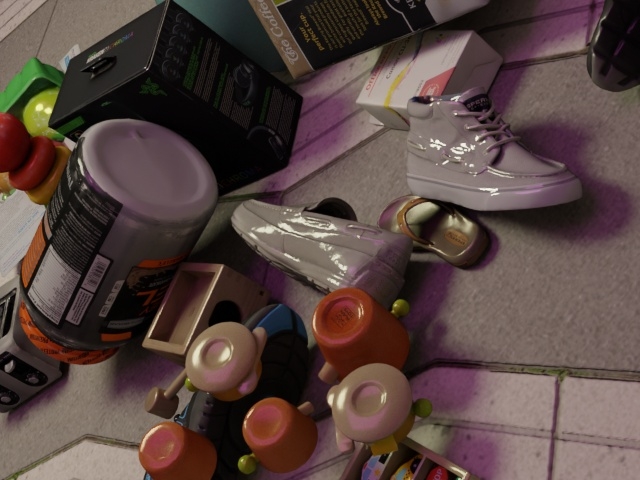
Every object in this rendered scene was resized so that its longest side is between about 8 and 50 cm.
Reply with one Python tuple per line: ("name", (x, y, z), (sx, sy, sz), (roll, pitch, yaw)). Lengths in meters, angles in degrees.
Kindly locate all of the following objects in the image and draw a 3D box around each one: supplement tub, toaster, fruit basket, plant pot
("supplement tub", (-0.296, 0.011, 1.674), (0.338, 0.207, 0.207), (-56, 29, 38))
("toaster", (-0.492, 0.160, 1.930), (0.168, 0.110, 0.185), (-32, 41, 30))
("fruit basket", (-0.510, -0.151, 2.205), (0.327, 0.165, 0.353), (-44, 52, 19))
("plant pot", (-0.117, -0.353, 1.784), (0.290, 0.290, 0.195), (17, 111, 55))

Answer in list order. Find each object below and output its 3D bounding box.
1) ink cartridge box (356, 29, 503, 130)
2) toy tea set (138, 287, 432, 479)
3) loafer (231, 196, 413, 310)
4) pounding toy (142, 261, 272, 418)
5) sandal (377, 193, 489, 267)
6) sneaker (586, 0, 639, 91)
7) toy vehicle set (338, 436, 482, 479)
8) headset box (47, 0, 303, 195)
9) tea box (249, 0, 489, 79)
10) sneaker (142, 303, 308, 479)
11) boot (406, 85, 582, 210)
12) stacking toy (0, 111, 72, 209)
("ink cartridge box", (0.123, -0.203, 1.507), (0.198, 0.067, 0.115), (14, 74, 55))
("toy tea set", (-0.037, 0.179, 1.298), (0.336, 0.124, 0.200), (-16, 53, 16))
("loafer", (0.000, 0.000, 1.466), (0.319, 0.112, 0.111), (26, 79, 50))
("pounding toy", (-0.146, 0.141, 1.528), (0.181, 0.094, 0.206), (1, 64, 57))
("sandal", (0.123, -0.019, 1.375), (0.072, 0.049, 0.180), (-59, 34, -3))
("sneaker", (0.361, -0.276, 1.277), (0.267, 0.101, 0.106), (-60, 12, -4))
("toy vehicle set", (0.048, 0.328, 1.198), (0.166, 0.035, 0.266), (19, 78, 55))
("headset box", (-0.216, -0.193, 1.726), (0.246, 0.283, 0.131), (-19, 49, 41))
("tea box", (0.048, -0.428, 1.490), (0.324, 0.329, 0.220), (-14, 25, 39))
("sneaker", (-0.136, 0.222, 1.430), (0.140, 0.125, 0.340), (18, 77, 55))
("boot", (0.176, -0.105, 1.298), (0.258, 0.095, 0.123), (11, 112, 54))
("stacking toy", (-0.388, -0.081, 1.802), (0.141, 0.330, 0.141), (-31, 42, 33))
